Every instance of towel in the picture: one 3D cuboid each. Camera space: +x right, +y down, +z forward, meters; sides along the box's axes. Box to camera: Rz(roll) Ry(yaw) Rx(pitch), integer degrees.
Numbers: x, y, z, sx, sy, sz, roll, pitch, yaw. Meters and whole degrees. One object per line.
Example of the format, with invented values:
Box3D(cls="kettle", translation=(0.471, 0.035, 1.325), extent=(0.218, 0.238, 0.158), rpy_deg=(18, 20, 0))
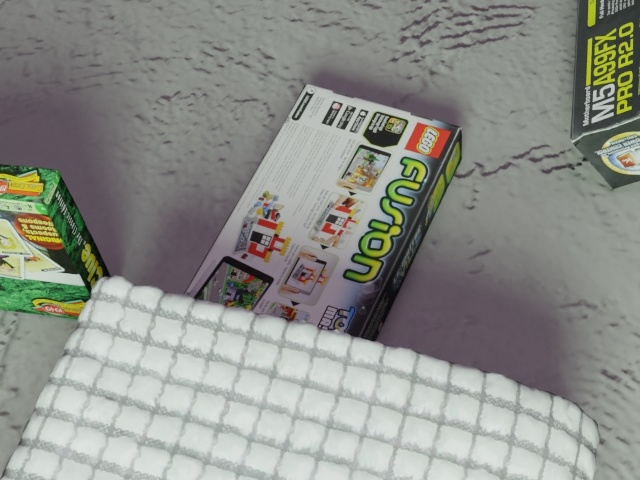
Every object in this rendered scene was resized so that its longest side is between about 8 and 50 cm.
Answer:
Box3D(cls="towel", translation=(-0.023, 0.168, 0.565), extent=(0.284, 0.121, 0.235), rpy_deg=(12, 60, 13))

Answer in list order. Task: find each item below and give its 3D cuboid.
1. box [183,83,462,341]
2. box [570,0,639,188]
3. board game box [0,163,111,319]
Box3D(cls="box", translation=(0.000, 0.000, 0.720), extent=(0.114, 0.036, 0.207), rpy_deg=(19, 60, 18))
Box3D(cls="box", translation=(0.271, -0.183, 0.731), extent=(0.216, 0.060, 0.270), rpy_deg=(-19, 47, 37))
Box3D(cls="board game box", translation=(-0.263, -0.007, 0.697), extent=(0.260, 0.136, 0.030), rpy_deg=(6, 61, 11))
